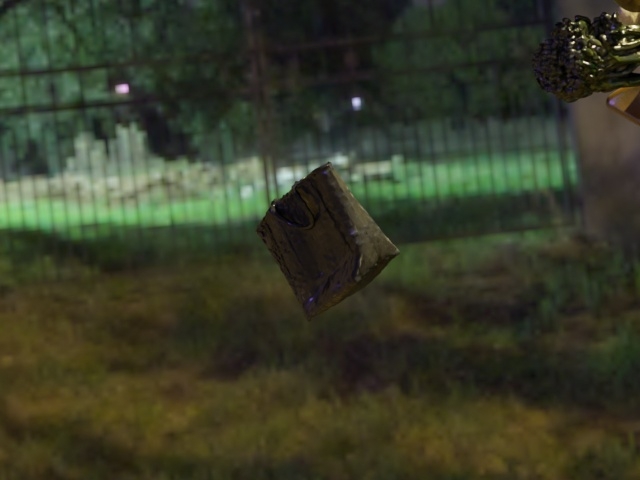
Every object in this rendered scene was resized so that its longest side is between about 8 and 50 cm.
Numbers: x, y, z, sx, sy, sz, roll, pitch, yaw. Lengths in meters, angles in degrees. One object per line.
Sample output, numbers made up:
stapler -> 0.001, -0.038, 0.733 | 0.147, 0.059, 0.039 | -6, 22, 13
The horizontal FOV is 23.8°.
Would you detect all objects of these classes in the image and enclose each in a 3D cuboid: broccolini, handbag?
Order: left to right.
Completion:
handbag -> 0.000, 0.000, 2.096 | 0.088, 0.175, 0.270 | -32, -4, -30
broccolini -> 0.267, -0.160, 1.263 | 0.202, 0.091, 0.068 | -10, 44, -24

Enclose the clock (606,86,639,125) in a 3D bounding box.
clock -> 0.507, -0.144, 1.690 | 0.348, 0.286, 0.117 | 27, 8, 15

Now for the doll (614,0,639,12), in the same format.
doll -> 0.293, -0.277, 1.291 | 0.242, 0.311, 0.159 | -36, 46, -6

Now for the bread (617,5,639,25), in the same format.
bread -> 0.479, -0.384, 2.250 | 0.039, 0.182, 0.251 | 22, 11, 11
